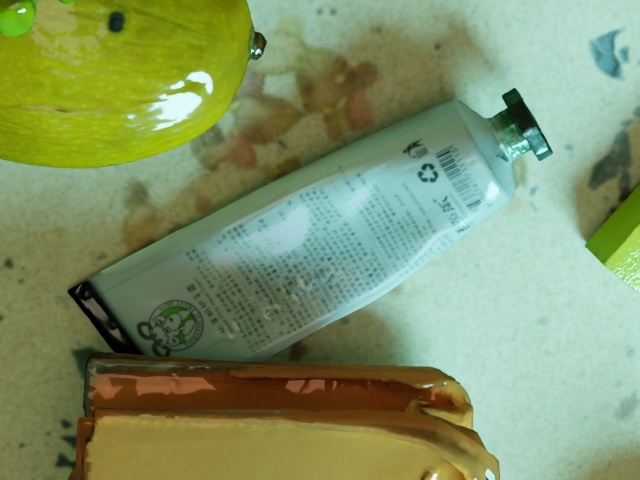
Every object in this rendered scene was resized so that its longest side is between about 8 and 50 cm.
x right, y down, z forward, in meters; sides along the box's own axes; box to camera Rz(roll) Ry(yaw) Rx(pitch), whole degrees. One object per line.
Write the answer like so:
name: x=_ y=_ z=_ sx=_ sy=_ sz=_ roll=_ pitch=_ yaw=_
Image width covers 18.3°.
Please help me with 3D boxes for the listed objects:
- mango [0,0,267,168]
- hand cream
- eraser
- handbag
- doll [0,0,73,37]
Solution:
mango: x=-0.211 y=-0.150 z=1.211 sx=0.359 sy=0.144 sz=0.187 roll=17 pitch=106 yaw=-13
hand cream: x=0.000 y=0.000 z=1.361 sx=0.336 sy=0.076 sz=0.121 roll=-30 pitch=109 yaw=10
eraser: x=0.265 y=-0.009 z=1.407 sx=0.097 sy=0.045 sz=0.122 roll=35 pitch=101 yaw=-22
handbag: x=-0.044 y=0.277 z=1.417 sx=0.303 sy=0.116 sz=0.410 roll=2 pitch=116 yaw=-10
doll: x=-0.195 y=-0.298 z=1.142 sx=0.341 sy=0.099 sz=0.346 roll=18 pitch=81 yaw=6
